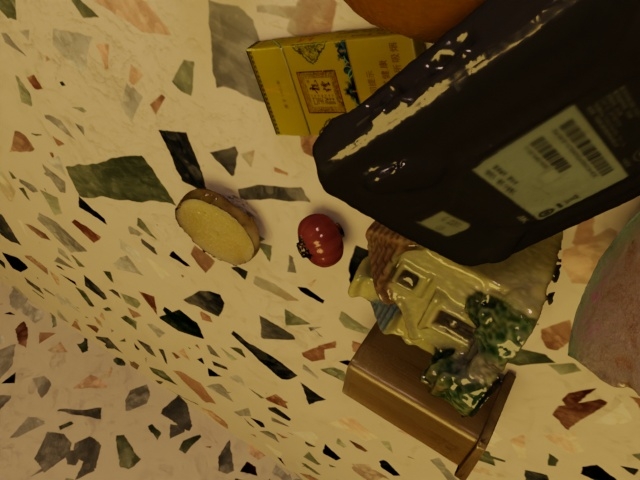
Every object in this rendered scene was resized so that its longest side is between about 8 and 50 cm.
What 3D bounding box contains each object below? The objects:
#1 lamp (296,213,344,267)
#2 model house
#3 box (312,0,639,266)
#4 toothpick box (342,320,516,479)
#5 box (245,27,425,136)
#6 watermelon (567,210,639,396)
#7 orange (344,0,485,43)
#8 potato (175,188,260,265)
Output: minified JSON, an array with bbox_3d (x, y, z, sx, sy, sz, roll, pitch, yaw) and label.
[{"bbox_3d":[0.000,0.000,1.005,0.107,0.092,0.107,58,167,21],"label":"lamp"},{"bbox_3d":[0.178,0.084,0.822,0.266,0.261,0.321,30,137,12],"label":"model house"},{"bbox_3d":[0.216,-0.099,0.500,0.350,0.091,0.359,-34,144,30],"label":"box"},{"bbox_3d":[0.218,0.320,1.112,0.308,0.187,0.190,27,143,19],"label":"toothpick box"},{"bbox_3d":[0.028,-0.230,0.781,0.279,0.041,0.153,8,136,32],"label":"box"},{"bbox_3d":[0.466,0.064,0.527,0.222,0.292,0.319,17,104,-6],"label":"watermelon"},{"bbox_3d":[0.116,-0.308,0.438,0.274,0.274,0.274,21,141,19],"label":"orange"},{"bbox_3d":[-0.215,-0.038,1.147,0.200,0.081,0.164,40,135,-10],"label":"potato"}]
